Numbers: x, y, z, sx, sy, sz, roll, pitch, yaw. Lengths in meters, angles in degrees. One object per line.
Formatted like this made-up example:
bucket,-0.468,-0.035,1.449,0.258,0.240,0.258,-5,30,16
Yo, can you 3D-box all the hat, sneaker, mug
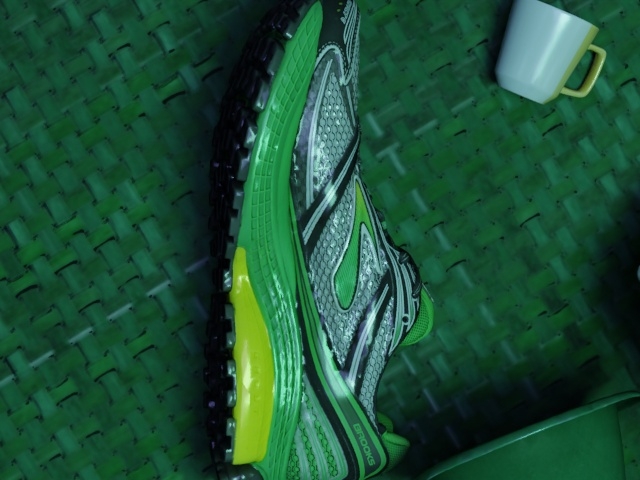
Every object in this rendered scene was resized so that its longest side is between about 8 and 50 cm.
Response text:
hat,0.168,0.213,1.018,0.173,0.208,0.183,-27,76,21
sneaker,0.000,0.000,1.047,0.146,0.134,0.343,0,100,-12
mug,0.158,-0.127,1.082,0.078,0.062,0.064,23,97,1

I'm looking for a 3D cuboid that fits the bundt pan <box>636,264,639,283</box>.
bundt pan,0.376,0.058,1.009,0.331,0.331,0.124,-26,137,-5
